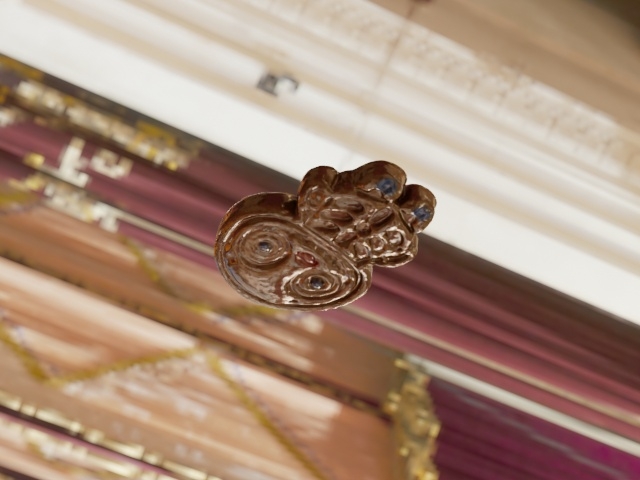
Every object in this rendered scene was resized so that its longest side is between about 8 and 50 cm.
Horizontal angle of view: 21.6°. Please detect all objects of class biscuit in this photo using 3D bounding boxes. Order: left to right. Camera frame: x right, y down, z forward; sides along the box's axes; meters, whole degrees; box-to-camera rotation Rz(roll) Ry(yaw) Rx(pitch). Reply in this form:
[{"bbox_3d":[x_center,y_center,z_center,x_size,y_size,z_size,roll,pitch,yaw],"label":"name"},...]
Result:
[{"bbox_3d":[0.000,0.000,1.193,0.175,0.124,0.026,-31,-142,35],"label":"biscuit"}]
